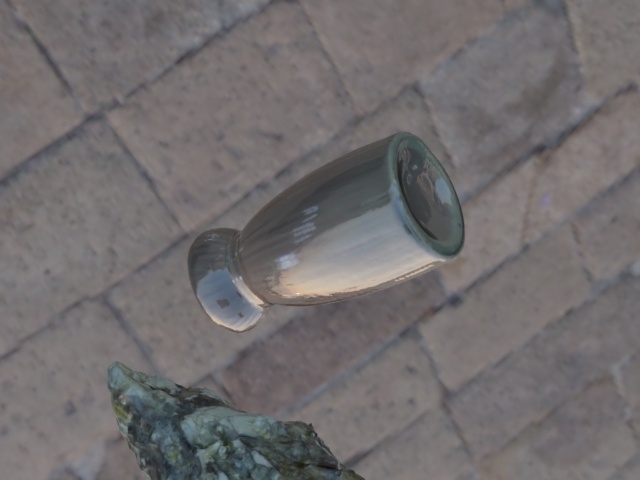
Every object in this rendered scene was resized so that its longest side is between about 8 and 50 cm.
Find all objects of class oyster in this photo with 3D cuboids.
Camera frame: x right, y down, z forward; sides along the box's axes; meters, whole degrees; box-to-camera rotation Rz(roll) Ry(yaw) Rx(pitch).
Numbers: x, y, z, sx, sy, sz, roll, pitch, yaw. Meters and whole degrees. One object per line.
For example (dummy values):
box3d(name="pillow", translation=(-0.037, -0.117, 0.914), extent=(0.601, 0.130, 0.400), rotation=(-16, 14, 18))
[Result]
box3d(name="oyster", translation=(-0.033, 0.177, 1.049), extent=(0.199, 0.252, 0.087), rotation=(-18, 143, 6))

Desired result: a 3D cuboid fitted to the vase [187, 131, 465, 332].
box3d(name="vase", translation=(0.000, 0.000, 0.582), extent=(0.101, 0.053, 0.053), rotation=(-23, 146, 29))
